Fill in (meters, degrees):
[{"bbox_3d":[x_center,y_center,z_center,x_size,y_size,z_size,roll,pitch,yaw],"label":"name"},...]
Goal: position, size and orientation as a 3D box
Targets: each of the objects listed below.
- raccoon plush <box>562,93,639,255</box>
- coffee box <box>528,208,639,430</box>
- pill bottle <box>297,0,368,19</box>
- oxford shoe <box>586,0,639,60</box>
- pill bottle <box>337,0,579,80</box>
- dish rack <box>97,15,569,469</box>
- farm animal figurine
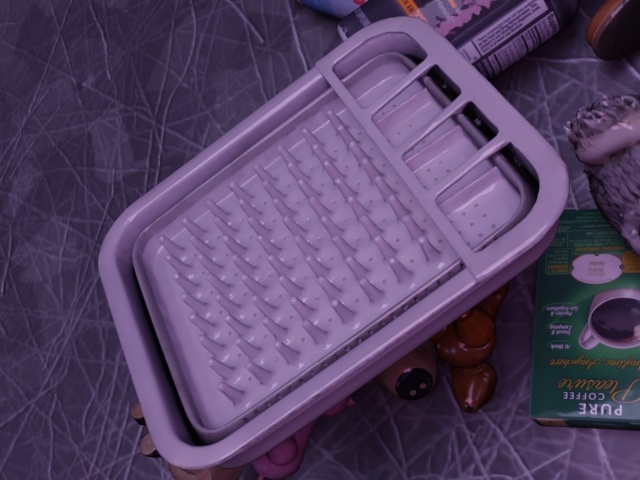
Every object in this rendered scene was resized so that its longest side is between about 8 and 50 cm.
[{"bbox_3d":[0.381,-0.141,0.707,0.299,0.216,0.446,20,68,29],"label":"raccoon plush"},{"bbox_3d":[0.234,0.063,0.793,0.113,0.040,0.184,-3,67,26],"label":"coffee box"},{"bbox_3d":[0.023,-0.279,1.015,0.160,0.087,0.087,27,83,33],"label":"pill bottle"},{"bbox_3d":[0.302,-0.247,0.874,0.076,0.076,0.212,35,77,35],"label":"oxford shoe"},{"bbox_3d":[0.148,-0.221,0.903,0.246,0.130,0.130,-35,58,9],"label":"pill bottle"},{"bbox_3d":[0.000,0.000,0.724,0.333,0.072,0.285,-36,45,5],"label":"dish rack"},{"bbox_3d":[0.015,0.070,0.835,0.330,0.172,0.326,-22,47,18],"label":"farm animal figurine"}]
